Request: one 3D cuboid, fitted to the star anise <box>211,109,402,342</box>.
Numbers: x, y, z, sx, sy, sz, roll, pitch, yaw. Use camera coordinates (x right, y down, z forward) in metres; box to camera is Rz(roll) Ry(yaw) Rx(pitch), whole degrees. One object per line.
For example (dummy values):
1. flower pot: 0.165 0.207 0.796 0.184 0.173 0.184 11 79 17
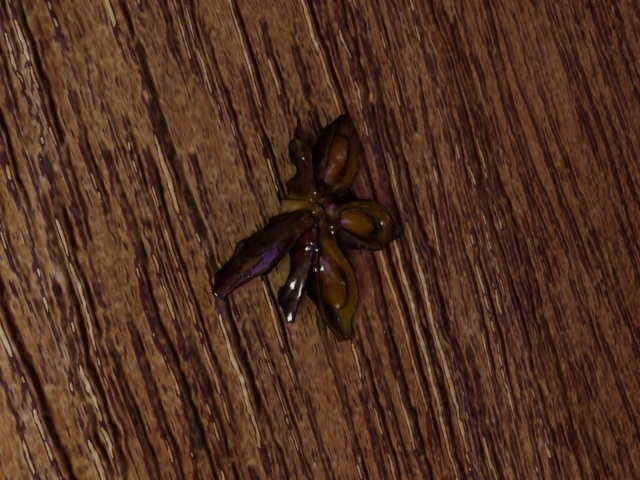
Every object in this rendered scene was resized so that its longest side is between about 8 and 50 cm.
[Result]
1. star anise: 0.004 0.000 1.323 0.157 0.053 0.212 49 47 -35
